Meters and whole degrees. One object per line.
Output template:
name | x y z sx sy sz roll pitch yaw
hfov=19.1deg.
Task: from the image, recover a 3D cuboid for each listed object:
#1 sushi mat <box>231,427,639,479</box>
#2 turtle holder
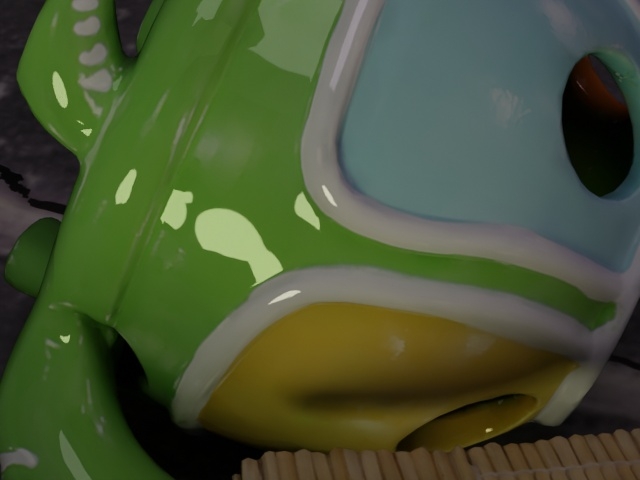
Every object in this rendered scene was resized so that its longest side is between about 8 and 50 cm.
sushi mat | 0.063 0.127 0.485 0.151 0.019 0.316 -1 21 -7
turtle holder | 0.008 -0.017 0.709 0.227 0.243 0.320 25 39 1
